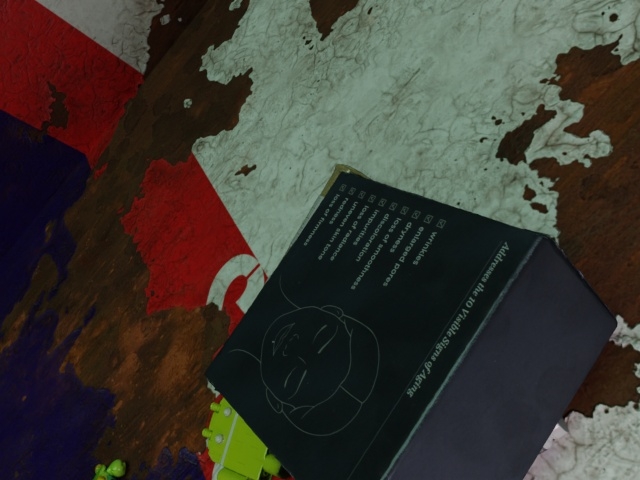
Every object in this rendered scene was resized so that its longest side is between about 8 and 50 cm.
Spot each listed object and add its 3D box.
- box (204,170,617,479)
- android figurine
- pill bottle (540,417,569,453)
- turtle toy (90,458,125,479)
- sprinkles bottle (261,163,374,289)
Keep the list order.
[{"bbox_3d":[0.125,0.187,1.053,0.480,0.297,0.472,-56,35,-5],"label":"box"},{"bbox_3d":[-0.163,0.435,1.409,0.273,0.056,0.248,7,73,40],"label":"android figurine"},{"bbox_3d":[0.331,0.322,1.030,0.137,0.078,0.078,-38,49,19],"label":"pill bottle"},{"bbox_3d":[-0.562,0.631,1.635,0.130,0.066,0.095,-60,22,-4],"label":"turtle toy"},{"bbox_3d":[0.000,0.000,1.445,0.121,0.121,0.355,30,89,45],"label":"sprinkles bottle"}]
